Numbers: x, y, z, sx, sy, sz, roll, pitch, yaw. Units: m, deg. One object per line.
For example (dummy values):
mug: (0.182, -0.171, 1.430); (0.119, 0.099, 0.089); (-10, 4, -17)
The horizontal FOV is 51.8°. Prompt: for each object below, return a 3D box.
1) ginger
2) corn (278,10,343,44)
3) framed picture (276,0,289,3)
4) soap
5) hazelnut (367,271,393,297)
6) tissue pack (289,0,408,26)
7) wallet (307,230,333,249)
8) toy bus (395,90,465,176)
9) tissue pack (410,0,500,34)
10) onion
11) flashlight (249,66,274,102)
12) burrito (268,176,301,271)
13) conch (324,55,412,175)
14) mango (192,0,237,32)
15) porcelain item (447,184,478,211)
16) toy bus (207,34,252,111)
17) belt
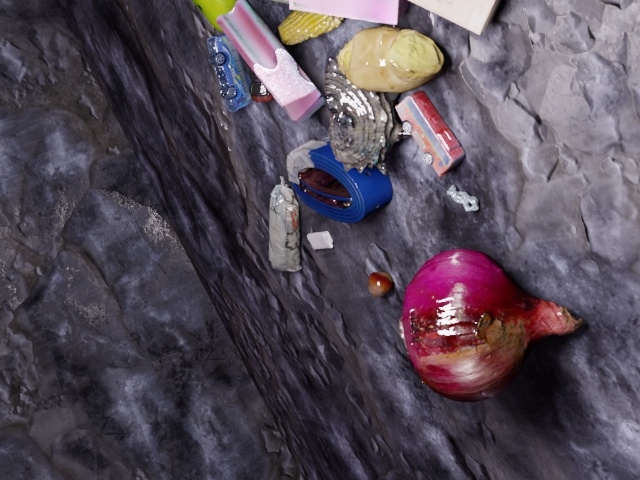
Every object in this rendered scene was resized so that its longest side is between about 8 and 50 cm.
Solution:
ginger: (0.152, -0.385, 1.395); (0.267, 0.152, 0.138); (11, 89, 47)
corn: (-0.027, -0.545, 1.643); (0.288, 0.086, 0.087); (5, 121, 62)
framed picture: (-0.147, -0.732, 1.567); (0.247, 0.022, 0.335); (12, 141, 3)
soap: (-0.125, -0.475, 1.773); (0.324, 0.109, 0.193); (53, -171, 12)
hazelnut: (0.176, 0.131, 1.961); (0.086, 0.086, 0.086); (42, 148, 34)
tissue pack: (0.059, -0.543, 1.363); (0.246, 0.093, 0.149); (13, 136, 17)
wallet: (0.000, 0.000, 2.201); (0.122, 0.025, 0.061); (-6, 109, 61)
toy bus: (0.247, -0.241, 1.481); (0.192, 0.065, 0.077); (57, 146, 6)
tissue pack: (0.180, -0.511, 1.182); (0.325, 0.071, 0.170); (29, 148, 8)
onion: (0.376, 0.184, 1.464); (0.385, 0.348, 0.348); (-6, 117, 20)
flashlight: (-0.181, -0.528, 1.940); (0.093, 0.093, 0.232); (28, 134, 47)
burrito: (-0.125, -0.041, 2.297); (0.139, 0.101, 0.446); (48, 151, 32)
conch: (0.093, -0.306, 1.594); (0.240, 0.186, 0.313); (35, 149, 62)
mango: (-0.330, -0.747, 1.922); (0.175, 0.143, 0.293); (7, 132, 60)
porcelain item: (0.330, -0.096, 1.513); (0.083, 0.028, 0.036); (41, 114, 29)
toy bus: (-0.287, -0.536, 2.100); (0.079, 0.094, 0.237); (23, 134, 60)
belt: (0.044, -0.171, 1.849); (0.347, 0.117, 0.213); (26, 139, 49)
